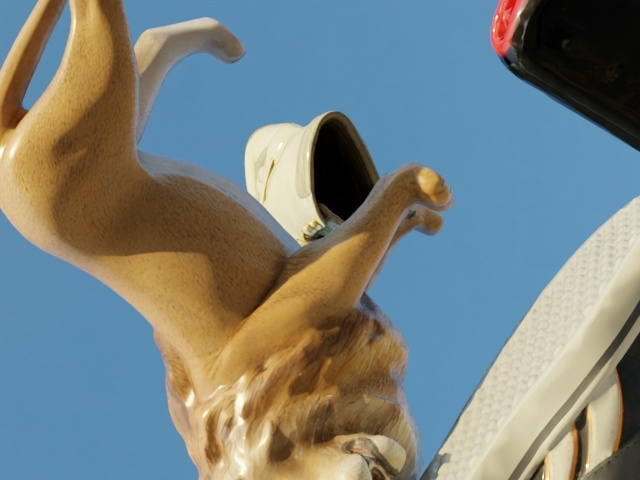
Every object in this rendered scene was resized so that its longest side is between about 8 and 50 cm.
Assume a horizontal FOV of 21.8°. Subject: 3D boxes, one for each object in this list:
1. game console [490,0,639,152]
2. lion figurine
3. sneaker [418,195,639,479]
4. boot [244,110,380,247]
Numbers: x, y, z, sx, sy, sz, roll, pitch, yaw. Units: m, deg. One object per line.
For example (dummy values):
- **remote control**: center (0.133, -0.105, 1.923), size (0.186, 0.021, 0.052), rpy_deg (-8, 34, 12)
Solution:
- **game console**: center (0.324, -0.148, 0.845), size (0.386, 0.060, 0.342), rpy_deg (29, -80, -14)
- **lion figurine**: center (-0.075, 0.002, 0.962), size (0.392, 0.142, 0.240), rpy_deg (41, -100, 2)
- **sneaker**: center (0.136, 0.128, 0.903), size (0.127, 0.126, 0.321), rpy_deg (36, -97, -6)
- **boot**: center (0.000, 0.000, 1.404), size (0.077, 0.165, 0.213), rpy_deg (-10, -88, -22)
